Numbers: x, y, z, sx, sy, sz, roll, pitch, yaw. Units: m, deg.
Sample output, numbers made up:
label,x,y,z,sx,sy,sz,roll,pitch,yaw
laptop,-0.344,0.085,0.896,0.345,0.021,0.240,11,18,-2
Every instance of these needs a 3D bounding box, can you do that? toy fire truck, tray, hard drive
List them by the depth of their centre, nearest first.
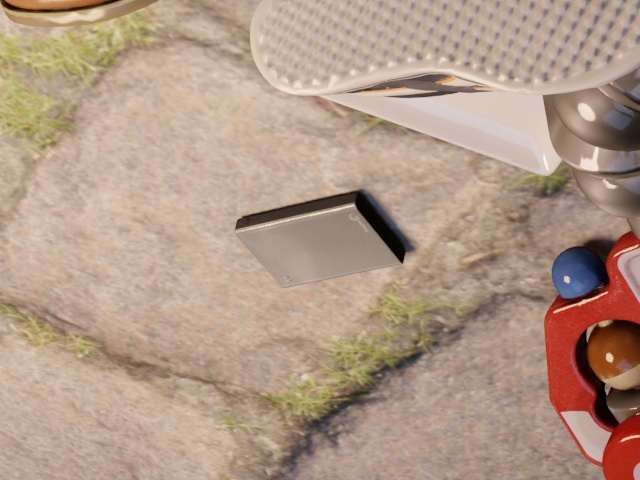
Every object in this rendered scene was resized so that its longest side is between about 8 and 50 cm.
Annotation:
label,x,y,z,sx,sy,sz,roll,pitch,yaw
tray,0.097,-0.145,1.579,0.270,0.030,0.145,19,144,-9
toy fire truck,0.336,0.092,1.740,0.302,0.169,0.254,-21,108,36
hard drive,0.000,0.000,1.805,0.135,0.022,0.094,-13,137,30

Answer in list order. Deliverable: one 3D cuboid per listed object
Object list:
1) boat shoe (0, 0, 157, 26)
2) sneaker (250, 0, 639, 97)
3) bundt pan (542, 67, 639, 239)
label,x,y,z,sx,sy,sz,roll,pitch,yaw
boat shoe,-0.123,-0.248,1.456,0.307,0.110,0.104,-12,130,20
sneaker,0.115,-0.168,1.410,0.321,0.127,0.126,1,98,29
bundt pan,0.322,-0.108,1.453,0.331,0.124,0.331,5,137,5
